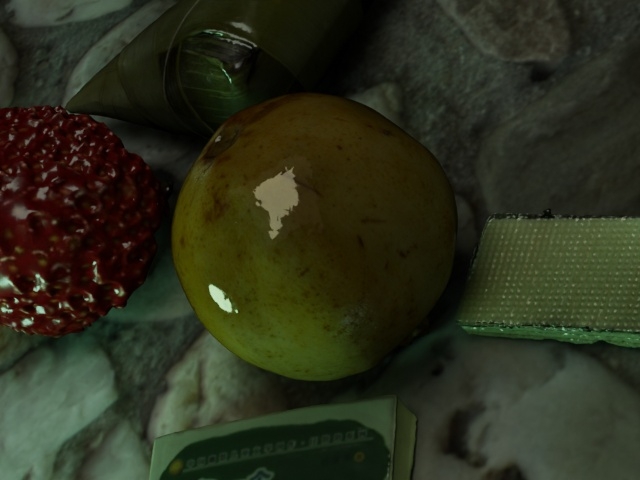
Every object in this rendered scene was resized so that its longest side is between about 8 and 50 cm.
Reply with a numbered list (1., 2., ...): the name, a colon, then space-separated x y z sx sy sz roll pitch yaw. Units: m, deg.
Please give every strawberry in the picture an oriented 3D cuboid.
1. strawberry: -0.303 -0.035 1.761 0.261 0.257 0.261 -23 43 23

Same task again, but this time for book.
1. book: -0.051 0.317 1.493 0.260 0.043 0.371 -12 53 24

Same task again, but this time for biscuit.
1. biscuit: 0.223 0.033 1.536 0.199 0.040 0.121 3 62 33

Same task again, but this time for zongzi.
1. zongzi: -0.104 -0.237 1.858 0.317 0.154 0.289 9 55 41

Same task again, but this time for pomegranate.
1. pomegranate: 0.000 0.000 1.551 0.264 0.264 0.264 -16 52 21
